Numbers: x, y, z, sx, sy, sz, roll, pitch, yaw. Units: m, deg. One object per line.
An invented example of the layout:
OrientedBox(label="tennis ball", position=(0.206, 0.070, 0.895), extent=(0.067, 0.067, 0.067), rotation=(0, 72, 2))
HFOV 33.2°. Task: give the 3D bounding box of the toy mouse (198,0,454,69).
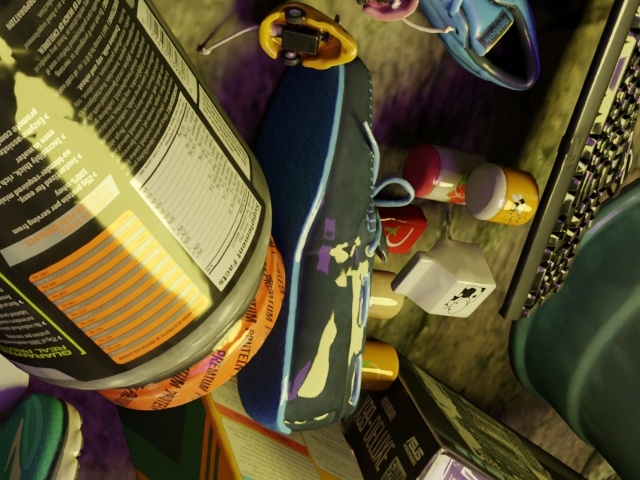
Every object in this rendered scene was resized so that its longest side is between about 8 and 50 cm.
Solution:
OrientedBox(label="toy mouse", position=(0.003, -0.167, 0.640), extent=(0.161, 0.031, 0.143), rotation=(9, 137, 8))

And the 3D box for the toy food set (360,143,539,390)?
OrientedBox(label="toy food set", position=(0.047, 0.010, 0.794), extent=(0.104, 0.111, 0.232), rotation=(8, 137, -30))

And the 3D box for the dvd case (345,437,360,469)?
OrientedBox(label="dvd case", position=(-0.039, 0.296, 1.003), extent=(0.253, 0.022, 0.180), rotation=(-13, 94, -17))

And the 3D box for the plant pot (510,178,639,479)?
OrientedBox(label="plant pot", position=(0.395, 0.152, 0.949), extent=(0.341, 0.334, 0.341), rotation=(-14, 135, -14))

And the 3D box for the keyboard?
OrientedBox(label="keyboard", position=(0.217, -0.094, 0.781), extent=(0.201, 0.033, 0.317), rotation=(-39, 150, -50))

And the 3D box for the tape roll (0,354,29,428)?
OrientedBox(label="tape roll", position=(-0.303, 0.091, 0.684), extent=(0.219, 0.072, 0.219), rotation=(-22, 151, -13))

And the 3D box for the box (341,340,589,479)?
OrientedBox(label="box", position=(0.168, 0.225, 0.878), extent=(0.307, 0.242, 0.076), rotation=(34, 96, -13))

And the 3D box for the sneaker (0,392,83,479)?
OrientedBox(label="sneaker", position=(-0.249, 0.195, 0.653), extent=(0.110, 0.107, 0.275), rotation=(48, 57, -17))

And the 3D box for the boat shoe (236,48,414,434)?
OrientedBox(label="boat shoe", position=(0.000, 0.000, 0.740), extent=(0.089, 0.109, 0.258), rotation=(5, 101, -34))

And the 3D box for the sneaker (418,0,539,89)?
OrientedBox(label="sneaker", position=(0.084, -0.172, 0.675), extent=(0.069, 0.082, 0.209), rotation=(-36, 135, 10))

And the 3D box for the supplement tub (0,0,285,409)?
OrientedBox(label="supplement tub", position=(-0.150, -0.046, 0.588), extent=(0.193, 0.193, 0.316), rotation=(-31, 136, 1))

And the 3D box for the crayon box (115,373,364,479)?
OrientedBox(label="crayon box", position=(-0.031, 0.214, 0.792), extent=(0.083, 0.323, 0.203), rotation=(-41, 135, 12))
